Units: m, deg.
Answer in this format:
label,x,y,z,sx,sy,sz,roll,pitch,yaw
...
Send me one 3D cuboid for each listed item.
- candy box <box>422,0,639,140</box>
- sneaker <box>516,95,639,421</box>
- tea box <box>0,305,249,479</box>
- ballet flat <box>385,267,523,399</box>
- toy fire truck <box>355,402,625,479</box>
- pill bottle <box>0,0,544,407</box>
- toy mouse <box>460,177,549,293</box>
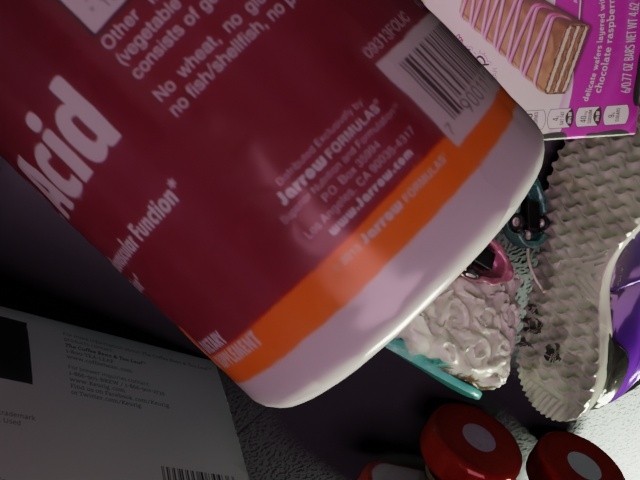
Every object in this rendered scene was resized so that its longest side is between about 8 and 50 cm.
label,x,y,z,sx,sy,sz,roll,pitch,yaw
candy box,0.108,-0.151,0.586,0.234,0.071,0.159,-4,113,-3
sneaker,0.268,0.009,0.705,0.146,0.102,0.293,0,112,-34
tea box,-0.282,0.243,0.671,0.329,0.220,0.323,22,120,-36
ballet flat,0.000,0.000,0.666,0.409,0.147,0.147,27,115,-24
toy fire truck,0.184,0.314,0.783,0.302,0.254,0.169,17,118,-16
pill bottle,-0.089,-0.117,0.454,0.392,0.224,0.224,45,109,-4
toy mouse,0.141,-0.009,0.664,0.031,0.161,0.143,-6,129,53
